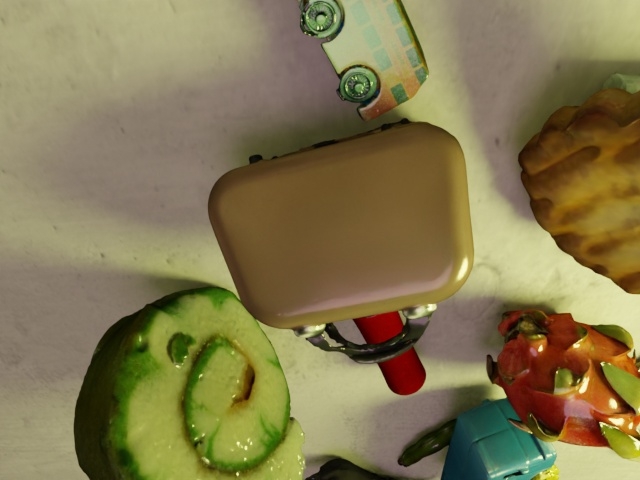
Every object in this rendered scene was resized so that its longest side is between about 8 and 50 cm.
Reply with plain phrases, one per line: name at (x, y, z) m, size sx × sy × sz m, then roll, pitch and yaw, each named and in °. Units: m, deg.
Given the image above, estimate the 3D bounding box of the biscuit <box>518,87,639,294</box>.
biscuit at (0.388, -0.044, 0.527) m, size 0.107 × 0.326 × 0.325 m, roll -48°, pitch 123°, yaw -14°

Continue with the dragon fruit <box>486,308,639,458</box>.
dragon fruit at (0.390, 0.218, 0.765) m, size 0.227 × 0.224 × 0.224 m, roll 19°, pitch 128°, yaw -9°

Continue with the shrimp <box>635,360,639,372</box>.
shrimp at (0.573, 0.249, 0.880) m, size 0.117 × 0.066 × 0.262 m, roll 25°, pitch 125°, yaw -17°

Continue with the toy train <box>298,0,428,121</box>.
toy train at (0.040, -0.222, 0.501) m, size 0.099 × 0.072 × 0.188 m, roll -22°, pitch 126°, yaw 20°

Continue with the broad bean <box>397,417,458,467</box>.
broad bean at (0.258, 0.452, 1.077) m, size 0.060 × 0.043 × 0.297 m, roll 14°, pitch 133°, yaw -35°

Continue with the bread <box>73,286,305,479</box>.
bread at (-0.165, 0.264, 0.728) m, size 0.129 × 0.366 × 0.382 m, roll -28°, pitch 121°, yaw 30°

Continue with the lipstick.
lipstick at (0.117, 0.173, 0.826) m, size 0.080 × 0.080 × 0.241 m, roll -16°, pitch 127°, yaw 15°

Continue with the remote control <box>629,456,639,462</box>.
remote control at (0.737, 0.455, 1.065) m, size 0.074 × 0.032 × 0.122 m, roll 16°, pitch 128°, yaw -11°

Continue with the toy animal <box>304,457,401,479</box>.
toy animal at (0.120, 0.638, 1.203) m, size 0.343 × 0.106 × 0.168 m, roll 24°, pitch 120°, yaw -25°

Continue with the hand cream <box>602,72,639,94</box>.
hand cream at (0.458, -0.159, 0.550) m, size 0.256 × 0.048 × 0.079 m, roll 5°, pitch 162°, yaw 1°

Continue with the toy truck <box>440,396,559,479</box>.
toy truck at (0.357, 0.479, 0.991) m, size 0.163 × 0.161 × 0.384 m, roll -12°, pitch 133°, yaw -9°

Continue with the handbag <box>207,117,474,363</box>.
handbag at (0.038, 0.014, 0.592) m, size 0.302 × 0.149 × 0.283 m, roll -13°, pitch 94°, yaw 10°
